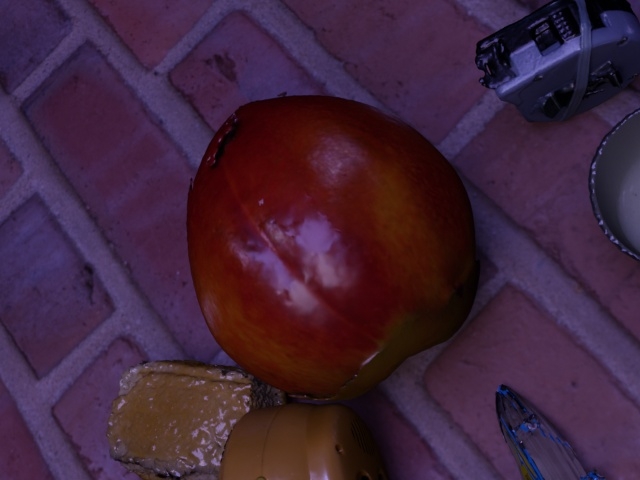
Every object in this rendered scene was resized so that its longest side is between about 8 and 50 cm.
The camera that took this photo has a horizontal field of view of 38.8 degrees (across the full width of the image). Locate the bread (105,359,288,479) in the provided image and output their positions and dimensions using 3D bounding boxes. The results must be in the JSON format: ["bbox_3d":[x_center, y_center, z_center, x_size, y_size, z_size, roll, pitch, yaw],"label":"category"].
[{"bbox_3d":[-0.166,0.239,1.192,0.246,0.121,0.174,-1,64,29],"label":"bread"}]

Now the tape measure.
[{"bbox_3d":[0.302,-0.218,1.106,0.181,0.182,0.107,-29,65,25],"label":"tape measure"}]

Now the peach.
[{"bbox_3d":[0.000,0.000,1.073,0.370,0.370,0.370,-8,69,22],"label":"peach"}]

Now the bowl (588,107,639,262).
[{"bbox_3d":[0.419,-0.050,1.033,0.211,0.112,0.211,-8,70,23],"label":"bowl"}]

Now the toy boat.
[{"bbox_3d":[0.256,0.249,1.035,0.084,0.066,0.210,-14,52,-17],"label":"toy boat"}]

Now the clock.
[{"bbox_3d":[0.000,0.336,1.011,0.200,0.244,0.317,-14,69,14],"label":"clock"}]
